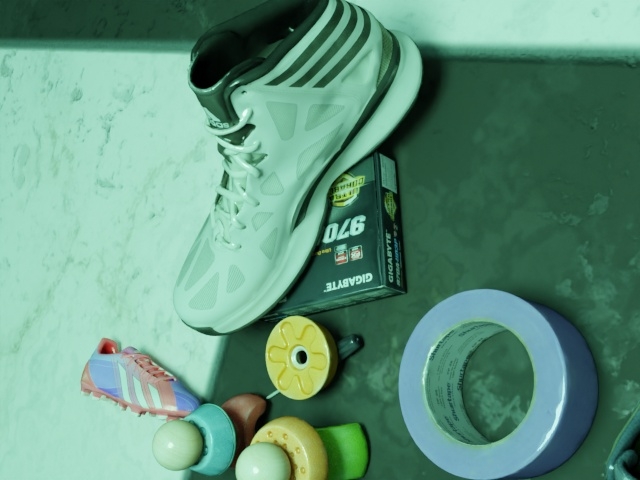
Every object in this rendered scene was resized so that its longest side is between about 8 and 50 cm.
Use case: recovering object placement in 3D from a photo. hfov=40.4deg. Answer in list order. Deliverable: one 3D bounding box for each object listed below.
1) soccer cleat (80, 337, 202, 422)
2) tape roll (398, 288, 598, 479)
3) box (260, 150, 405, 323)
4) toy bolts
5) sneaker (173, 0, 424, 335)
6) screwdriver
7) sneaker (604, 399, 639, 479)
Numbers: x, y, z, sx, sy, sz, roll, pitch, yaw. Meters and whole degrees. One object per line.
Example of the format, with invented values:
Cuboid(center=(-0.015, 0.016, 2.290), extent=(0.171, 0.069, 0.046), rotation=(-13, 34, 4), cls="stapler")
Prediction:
Cuboid(center=(-0.258, 0.200, 1.246), extent=(0.248, 0.083, 0.095), rotation=(4, 76, 43), cls="soccer cleat")
Cuboid(center=(0.179, 0.148, 0.891), extent=(0.189, 0.080, 0.188), rotation=(-11, 72, 38), cls="tape roll")
Cuboid(center=(0.000, 0.000, 1.099), extent=(0.220, 0.051, 0.175), rotation=(-15, 68, 36), cls="box")
Cuboid(center=(-0.089, 0.207, 1.030), extent=(0.229, 0.159, 0.218), rotation=(-17, 77, 37), cls="toy bolts")
Cuboid(center=(-0.098, -0.097, 1.003), extent=(0.447, 0.258, 0.169), rotation=(-55, 49, 12), cls="sneaker")
Cuboid(center=(-0.013, 0.164, 1.086), extent=(0.170, 0.024, 0.025), rotation=(-40, 27, 27), cls="screwdriver")
Cuboid(center=(0.279, 0.234, 0.755), extent=(0.111, 0.121, 0.299), rotation=(20, 91, 42), cls="sneaker")
